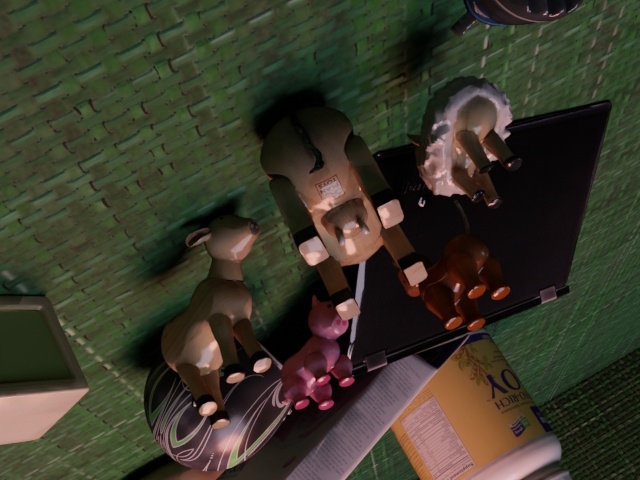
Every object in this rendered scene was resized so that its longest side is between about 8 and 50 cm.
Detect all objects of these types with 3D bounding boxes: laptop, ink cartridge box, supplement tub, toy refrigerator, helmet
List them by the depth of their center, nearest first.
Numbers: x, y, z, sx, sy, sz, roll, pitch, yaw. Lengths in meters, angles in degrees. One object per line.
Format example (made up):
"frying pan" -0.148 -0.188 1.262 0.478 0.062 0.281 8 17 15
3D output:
"toy refrigerator" -0.321 0.104 0.735 0.094 0.102 0.269 -43 154 25
"helmet" -0.119 0.178 1.064 0.161 0.169 0.169 -46 159 -8
"laptop" 0.127 0.011 1.216 0.381 0.237 0.408 -15 -179 -33
"ink cartridge box" 0.016 0.246 1.326 0.330 0.071 0.324 -45 -176 -28
"supplement tub" 0.264 0.335 1.641 0.241 0.331 0.241 -27 157 -12

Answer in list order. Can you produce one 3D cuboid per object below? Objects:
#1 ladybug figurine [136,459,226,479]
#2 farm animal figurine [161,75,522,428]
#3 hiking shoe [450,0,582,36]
"ladybug figurine" -0.239 0.500 1.570 0.305 0.162 0.449 -21 155 -25
"farm animal figurine" 0.000 0.000 0.869 0.330 0.172 0.327 -17 142 -13
"hiking shoe" 0.223 -0.267 0.699 0.304 0.113 0.132 -35 -172 -7
